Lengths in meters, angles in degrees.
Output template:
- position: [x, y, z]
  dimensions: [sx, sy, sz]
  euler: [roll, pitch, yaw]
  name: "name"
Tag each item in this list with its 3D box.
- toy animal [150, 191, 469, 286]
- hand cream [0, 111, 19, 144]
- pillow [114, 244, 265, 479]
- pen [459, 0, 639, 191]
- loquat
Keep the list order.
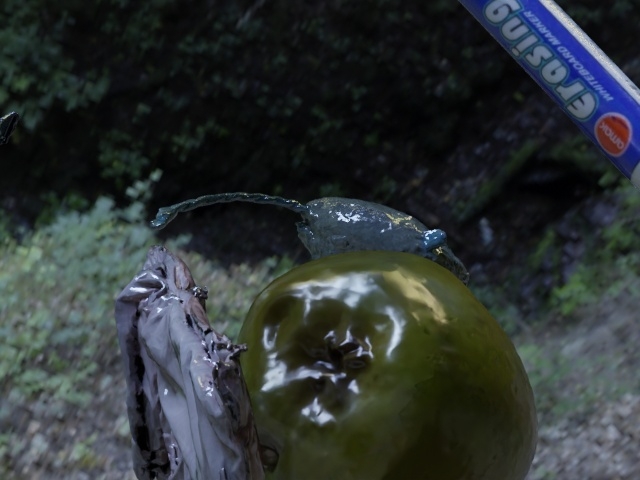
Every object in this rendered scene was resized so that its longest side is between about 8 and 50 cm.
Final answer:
- position: [-0.002, -0.007, 1.210]
  dimensions: [0.253, 0.079, 0.070]
  euler: [17, 91, -6]
  name: "toy animal"
- position: [-0.235, -0.106, 0.773]
  dimensions: [0.052, 0.075, 0.248]
  euler: [-32, 64, -31]
  name: "hand cream"
- position: [-0.062, 0.087, 0.726]
  dimensions: [0.049, 0.248, 0.135]
  euler: [-8, 104, -14]
  name: "pillow"
- position: [0.093, -0.045, 0.509]
  dimensions: [0.025, 0.025, 0.204]
  euler: [-19, 58, -33]
  name: "pen"
- position: [0.043, 0.119, 1.001]
  dimensions: [0.213, 0.246, 0.213]
  euler: [-10, 61, 18]
  name: "loquat"
